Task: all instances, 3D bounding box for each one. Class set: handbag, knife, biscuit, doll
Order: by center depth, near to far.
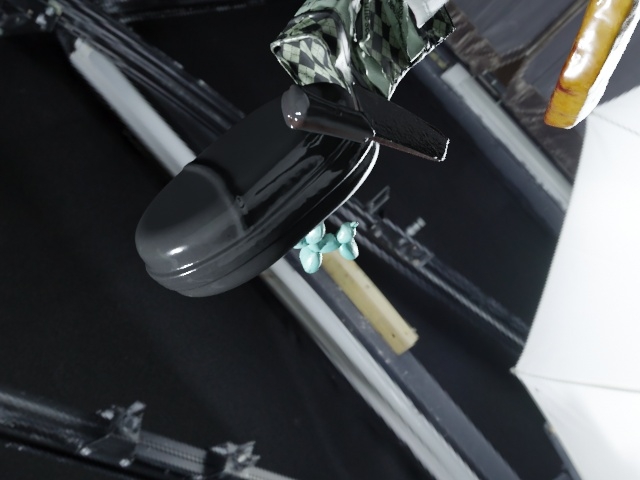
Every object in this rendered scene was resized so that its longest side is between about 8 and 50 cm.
[{"bbox_3d":[0.051,-0.105,0.633,0.230,0.028,0.060,7,-117,-47],"label":"knife"},{"bbox_3d":[0.295,-0.269,0.665,0.046,0.359,0.359,25,-149,15],"label":"biscuit"},{"bbox_3d":[-0.076,-0.065,0.826,0.093,0.308,0.254,54,167,-26],"label":"handbag"},{"bbox_3d":[0.000,0.000,1.471,0.159,0.158,0.059,-14,-123,-10],"label":"doll"},{"bbox_3d":[0.108,-0.443,1.615,0.317,0.180,0.416,54,-124,-32],"label":"handbag"}]

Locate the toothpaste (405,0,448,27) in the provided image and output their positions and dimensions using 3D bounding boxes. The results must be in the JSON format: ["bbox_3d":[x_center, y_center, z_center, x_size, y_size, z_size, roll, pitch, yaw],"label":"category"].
[{"bbox_3d":[0.109,-0.235,0.632,0.061,0.096,0.266,47,-164,0],"label":"toothpaste"}]
